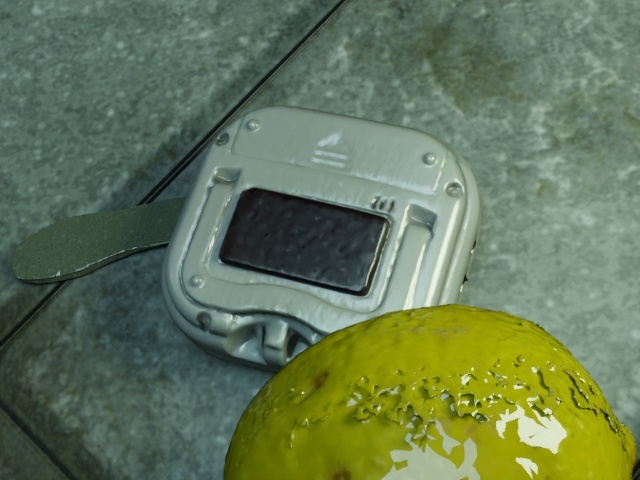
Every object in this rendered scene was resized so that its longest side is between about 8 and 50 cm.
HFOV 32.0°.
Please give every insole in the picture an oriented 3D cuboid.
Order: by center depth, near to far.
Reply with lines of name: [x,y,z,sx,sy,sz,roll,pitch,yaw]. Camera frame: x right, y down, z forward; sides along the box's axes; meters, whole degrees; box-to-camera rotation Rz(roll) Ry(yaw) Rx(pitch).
insole: [-0.201,-0.003,1.051,0.192,0.010,0.063,-14,64,4]

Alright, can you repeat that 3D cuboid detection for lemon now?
lemon: [0.067,0.177,0.770,0.310,0.258,0.258,-22,62,3]

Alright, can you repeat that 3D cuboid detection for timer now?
timer: [0.000,0.000,0.964,0.262,0.087,0.237,12,68,17]

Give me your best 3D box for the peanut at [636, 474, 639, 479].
peanut: [0.286,0.184,0.818,0.104,0.086,0.228,16,67,42]
